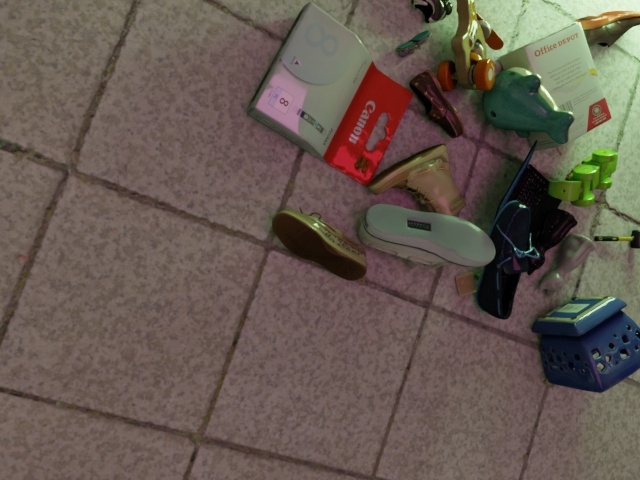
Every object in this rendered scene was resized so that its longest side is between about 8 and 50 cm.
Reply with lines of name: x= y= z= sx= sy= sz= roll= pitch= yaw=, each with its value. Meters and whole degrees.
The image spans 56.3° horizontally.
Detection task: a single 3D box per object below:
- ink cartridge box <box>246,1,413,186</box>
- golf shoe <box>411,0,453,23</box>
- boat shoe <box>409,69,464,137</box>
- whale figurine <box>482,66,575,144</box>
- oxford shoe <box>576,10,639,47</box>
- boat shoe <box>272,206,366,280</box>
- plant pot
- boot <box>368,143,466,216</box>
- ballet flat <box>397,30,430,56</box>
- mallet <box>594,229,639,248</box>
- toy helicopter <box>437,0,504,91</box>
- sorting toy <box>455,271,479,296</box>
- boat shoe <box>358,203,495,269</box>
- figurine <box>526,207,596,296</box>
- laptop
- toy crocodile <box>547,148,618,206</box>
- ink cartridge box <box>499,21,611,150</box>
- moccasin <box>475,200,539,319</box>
ink cartridge box: x=0.048 y=-0.362 z=1.535 sx=0.384 sy=0.091 sz=0.308 roll=29 pitch=81 yaw=-18
golf shoe: x=0.282 y=-0.689 z=1.629 sx=0.094 sy=0.077 sz=0.198 roll=-37 pitch=103 yaw=-17
boat shoe: x=0.318 y=-0.366 z=1.653 sx=0.073 sy=0.073 sz=0.207 roll=-37 pitch=96 yaw=-18
whale figurine: x=0.563 y=-0.356 z=1.653 sx=0.141 sy=0.272 sz=0.216 roll=-32 pitch=146 yaw=-17
oxford shoe: x=0.912 y=-0.665 z=1.884 sx=0.271 sy=0.097 sz=0.099 roll=-15 pitch=117 yaw=-16
boat shoe: x=0.000 y=0.000 z=1.528 sx=0.285 sy=0.104 sz=0.089 roll=36 pitch=41 yaw=-23
plant pot: x=0.790 y=0.293 z=1.773 sx=0.235 sy=0.236 sz=0.212 roll=-26 pitch=93 yaw=-19
boot: x=0.269 y=-0.126 z=1.626 sx=0.261 sy=0.095 sz=0.204 roll=-29 pitch=102 yaw=-25
ballet flat: x=0.258 y=-0.538 z=1.647 sx=0.114 sy=0.041 sz=0.041 roll=-34 pitch=103 yaw=-17
mallet: x=0.970 y=0.004 z=1.941 sx=0.189 sy=0.039 sz=0.063 roll=-7 pitch=96 yaw=-17
toy helicopter: x=0.411 y=-0.591 z=1.625 sx=0.235 sy=0.140 sz=0.355 roll=-45 pitch=131 yaw=-40
sorting toy: x=0.432 y=0.124 z=1.737 sx=0.083 sy=0.012 sz=0.062 roll=-15 pitch=92 yaw=-17
boat shoe: x=0.274 y=0.016 z=1.607 sx=0.366 sy=0.156 sz=0.136 roll=11 pitch=59 yaw=-10
figurine: x=0.703 y=0.046 z=1.799 sx=0.215 sy=0.092 sz=0.209 roll=41 pitch=84 yaw=-30
laptop: x=0.618 y=-0.116 z=1.740 sx=0.264 sy=0.136 sz=0.234 roll=37 pitch=79 yaw=-18
toy crocodile: x=0.811 y=-0.197 z=1.819 sx=0.340 sy=0.105 sz=0.115 roll=-32 pitch=126 yaw=-35
ink cartridge box: x=0.696 y=-0.450 z=1.768 sx=0.226 sy=0.131 sz=0.306 roll=-27 pitch=99 yaw=-19
moccasin: x=0.536 y=0.061 z=1.663 sx=0.137 sy=0.117 sz=0.342 roll=-10 pitch=119 yaw=-24
